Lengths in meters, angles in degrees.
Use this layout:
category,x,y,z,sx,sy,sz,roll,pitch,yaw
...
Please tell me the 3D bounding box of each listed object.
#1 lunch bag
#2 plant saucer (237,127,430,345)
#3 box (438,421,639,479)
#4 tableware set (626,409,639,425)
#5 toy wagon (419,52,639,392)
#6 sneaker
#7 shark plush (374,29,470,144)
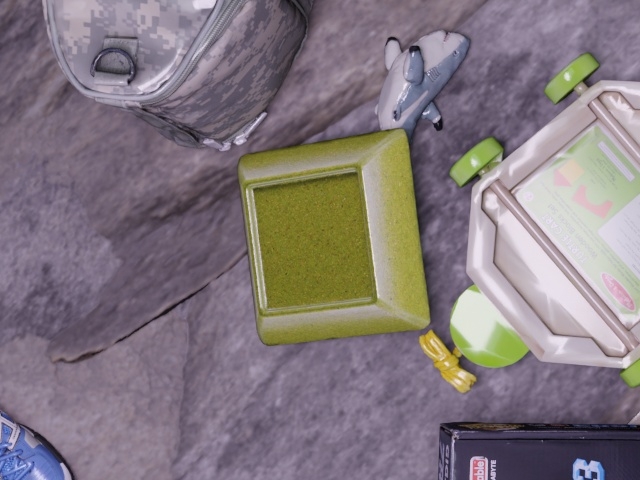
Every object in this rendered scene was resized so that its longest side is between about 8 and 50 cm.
category,x,y,z,sx,sy,sz,roll,pitch,yaw
lunch bag,-0.125,-0.223,1.561,0.212,0.305,0.256,11,88,12
plant saucer,0.000,0.000,1.633,0.188,0.045,0.188,-8,88,31
box,0.248,0.310,1.542,0.293,0.073,0.296,2,91,-9
tableware set,0.276,0.252,1.624,0.194,0.039,0.128,-44,95,12
toy wagon,0.238,0.007,1.616,0.344,0.068,0.267,-41,84,8
sneaker,-0.330,0.201,1.700,0.211,0.081,0.080,38,94,6
shark plush,0.092,-0.122,1.648,0.067,0.073,0.161,13,87,-21
